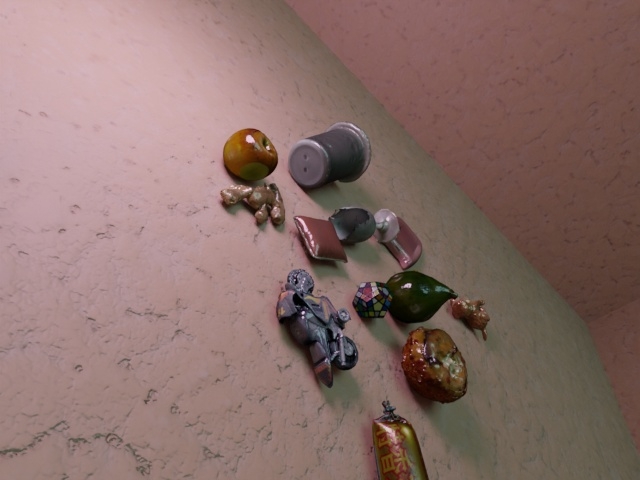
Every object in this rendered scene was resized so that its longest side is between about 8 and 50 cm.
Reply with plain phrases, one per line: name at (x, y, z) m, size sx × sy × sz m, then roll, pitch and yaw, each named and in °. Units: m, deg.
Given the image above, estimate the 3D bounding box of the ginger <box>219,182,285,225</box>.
ginger at (-0.186, -0.111, 1.358) m, size 0.258 × 0.065 × 0.150 m, roll -5°, pitch 62°, yaw -57°

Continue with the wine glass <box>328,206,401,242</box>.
wine glass at (0.165, -0.055, 1.686) m, size 0.321 × 0.143 × 0.144 m, roll -3°, pitch 58°, yaw -52°

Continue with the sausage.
sausage at (0.196, 0.535, 1.075) m, size 0.125 × 0.117 × 0.318 m, roll -3°, pitch 47°, yaw -5°

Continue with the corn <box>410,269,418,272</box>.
corn at (0.380, 0.136, 1.857) m, size 0.083 × 0.027 × 0.028 m, roll -12°, pitch 78°, yaw -59°

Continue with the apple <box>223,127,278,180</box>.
apple at (-0.221, -0.265, 1.409) m, size 0.163 × 0.147 × 0.147 m, roll 29°, pitch 39°, yaw -52°

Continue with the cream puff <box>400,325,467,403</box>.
cream puff at (0.348, 0.387, 1.409) m, size 0.239 × 0.163 × 0.240 m, roll 24°, pitch 54°, yaw -38°

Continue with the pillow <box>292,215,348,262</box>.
pillow at (0.000, 0.000, 1.461) m, size 0.179 × 0.075 × 0.172 m, roll 8°, pitch 50°, yaw -48°

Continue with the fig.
fig at (0.342, 0.184, 1.551) m, size 0.195 × 0.244 × 0.196 m, roll 37°, pitch 42°, yaw -43°

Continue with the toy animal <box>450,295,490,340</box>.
toy animal at (0.636, 0.324, 1.918) m, size 0.185 × 0.104 × 0.184 m, roll 25°, pitch 45°, yaw -43°

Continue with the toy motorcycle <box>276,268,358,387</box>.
toy motorcycle at (-0.018, 0.218, 1.178) m, size 0.173 × 0.108 × 0.307 m, roll -21°, pitch 74°, yaw -49°

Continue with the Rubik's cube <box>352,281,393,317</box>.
Rubik's cube at (0.166, 0.189, 1.434) m, size 0.133 × 0.133 × 0.112 m, roll 15°, pitch 69°, yaw -44°

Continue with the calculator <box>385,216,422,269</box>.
calculator at (0.359, -0.004, 1.967) m, size 0.220 × 0.048 × 0.329 m, roll 48°, pitch 28°, yaw 1°

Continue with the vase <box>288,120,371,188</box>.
vase at (0.029, -0.315, 1.706) m, size 0.245 × 0.245 × 0.291 m, roll 52°, pitch 35°, yaw 5°
